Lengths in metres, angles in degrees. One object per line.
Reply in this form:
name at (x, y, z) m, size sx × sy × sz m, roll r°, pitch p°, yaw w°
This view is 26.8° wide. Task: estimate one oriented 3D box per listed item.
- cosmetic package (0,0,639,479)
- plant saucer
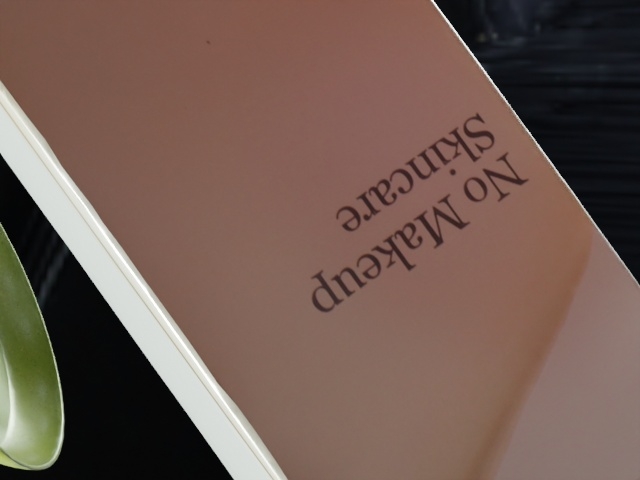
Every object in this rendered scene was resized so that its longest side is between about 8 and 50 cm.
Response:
cosmetic package at (0.000, 0.000, 0.529) m, size 0.160 × 0.113 × 0.309 m, roll -36°, pitch -92°, yaw -15°
plant saucer at (-0.235, 0.040, 0.858) m, size 0.241 × 0.037 × 0.241 m, roll -22°, pitch -90°, yaw -87°
